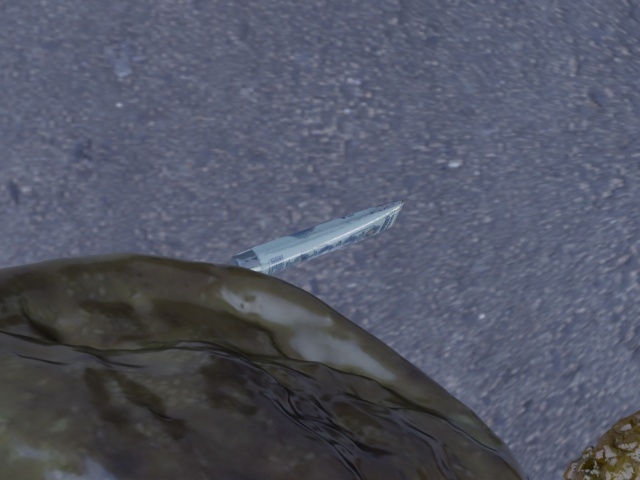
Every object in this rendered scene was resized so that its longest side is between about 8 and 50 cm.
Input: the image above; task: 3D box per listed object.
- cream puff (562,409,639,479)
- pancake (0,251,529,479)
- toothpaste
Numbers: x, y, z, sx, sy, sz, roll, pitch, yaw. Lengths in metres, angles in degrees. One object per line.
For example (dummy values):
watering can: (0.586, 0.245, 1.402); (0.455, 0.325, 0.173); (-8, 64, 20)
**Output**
cream puff: (0.165, 0.140, 0.613); (0.150, 0.165, 0.115); (-38, 58, -24)
pancake: (-0.034, 0.056, 0.441); (0.242, 0.242, 0.050); (31, 113, 17)
toothpaste: (0.000, 0.000, 1.653); (0.039, 0.239, 0.062); (60, 156, 24)
